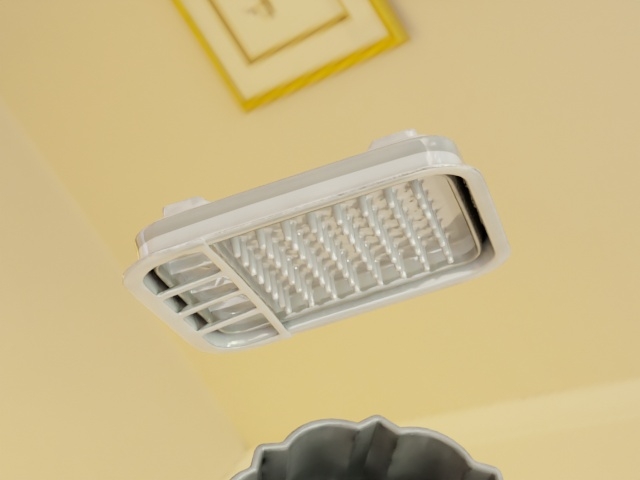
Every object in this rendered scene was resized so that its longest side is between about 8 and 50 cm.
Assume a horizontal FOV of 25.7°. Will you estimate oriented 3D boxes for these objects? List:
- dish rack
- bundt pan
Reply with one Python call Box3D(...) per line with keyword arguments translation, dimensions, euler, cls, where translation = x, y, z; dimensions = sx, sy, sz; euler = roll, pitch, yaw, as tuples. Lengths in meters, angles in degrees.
Box3D(translation=(0.000, 0.000, 1.320), dimensions=(0.333, 0.072, 0.285), euler=(-17, 155, 9), cls="dish rack")
Box3D(translation=(0.047, 0.331, 1.301), dimensions=(0.331, 0.331, 0.124), euler=(-46, 161, -38), cls="bundt pan")
